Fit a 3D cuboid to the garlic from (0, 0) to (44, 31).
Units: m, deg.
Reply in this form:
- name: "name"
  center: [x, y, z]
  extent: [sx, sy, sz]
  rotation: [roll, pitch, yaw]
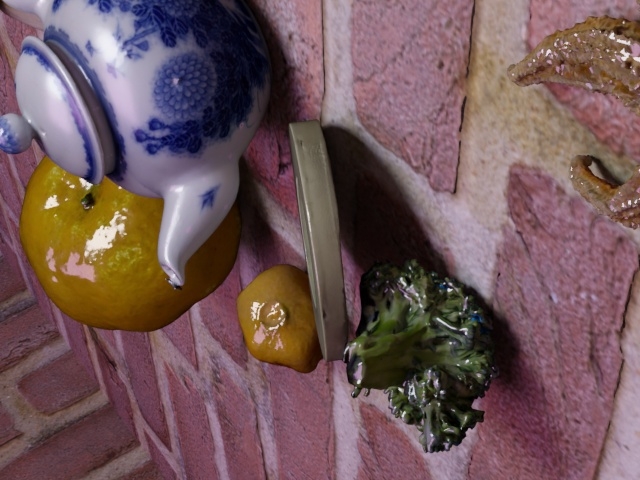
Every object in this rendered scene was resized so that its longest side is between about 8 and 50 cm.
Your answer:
- name: "garlic"
  center: [-0.317, -0.277, 1.335]
  extent: [0.256, 0.207, 0.207]
  rotation: [68, 158, 8]

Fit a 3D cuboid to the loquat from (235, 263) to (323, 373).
- name: "loquat"
  center: [-0.039, 0.094, 1.336]
  extent: [0.137, 0.113, 0.137]
  rotation: [44, 173, 6]

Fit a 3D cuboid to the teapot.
- name: "teapot"
  center: [-0.203, -0.156, 1.162]
  extent: [0.424, 0.280, 0.252]
  rotation: [60, 156, 6]

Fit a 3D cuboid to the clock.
- name: "clock"
  center: [0.000, 0.000, 1.113]
  extent: [0.235, 0.029, 0.235]
  rotation: [172, 90, -87]

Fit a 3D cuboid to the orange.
- name: "orange"
  center: [-0.226, -0.022, 1.404]
  extent: [0.279, 0.279, 0.235]
  rotation: [49, -177, 27]

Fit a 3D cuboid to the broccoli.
- name: "broccoli"
  center: [0.078, 0.102, 1.028]
  extent: [0.154, 0.160, 0.167]
  rotation: [10, 98, 49]

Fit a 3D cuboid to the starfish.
- name: "starfish"
  center: [0.211, -0.091, 0.653]
  extent: [0.299, 0.060, 0.302]
  rotation: [53, 162, 35]
